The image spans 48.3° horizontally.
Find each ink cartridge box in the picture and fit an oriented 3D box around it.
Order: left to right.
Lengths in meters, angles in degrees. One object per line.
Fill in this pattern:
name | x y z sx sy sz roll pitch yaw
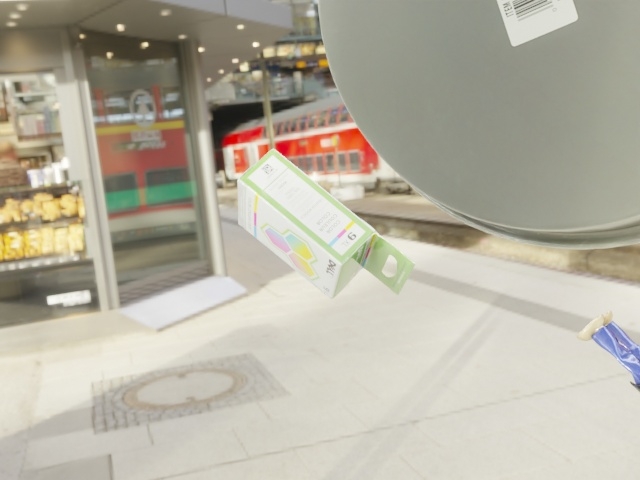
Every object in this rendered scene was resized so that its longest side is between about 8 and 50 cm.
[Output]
ink cartridge box | 0.000 0.000 0.820 0.062 0.209 0.109 -46 -13 -22

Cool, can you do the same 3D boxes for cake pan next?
cake pan | 0.118 -0.132 0.363 0.293 0.293 0.054 -1 13 34

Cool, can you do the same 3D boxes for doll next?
doll | 0.379 0.160 0.798 0.129 0.046 0.189 -3 46 -52
